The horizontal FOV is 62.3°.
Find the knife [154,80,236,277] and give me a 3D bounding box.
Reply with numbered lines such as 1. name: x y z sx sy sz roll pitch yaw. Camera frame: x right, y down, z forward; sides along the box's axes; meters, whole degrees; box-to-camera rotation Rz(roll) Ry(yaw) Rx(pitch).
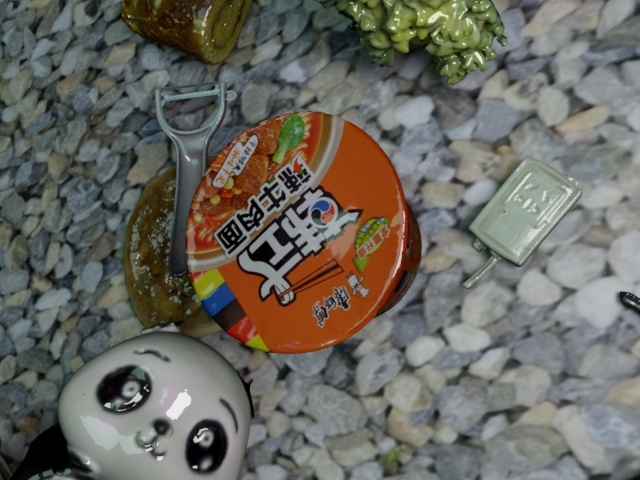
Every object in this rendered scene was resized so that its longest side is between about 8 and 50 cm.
1. knife: -0.172 -0.084 0.733 0.124 0.053 0.277 -5 77 16

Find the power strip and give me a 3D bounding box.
1. power strip: 0.219 -0.014 0.608 0.075 0.042 0.175 40 99 21

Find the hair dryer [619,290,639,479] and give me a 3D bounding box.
1. hair dryer: 0.355 0.153 0.531 0.196 0.075 0.219 -36 61 25

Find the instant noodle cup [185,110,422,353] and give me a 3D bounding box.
1. instant noodle cup: 0.000 0.000 0.617 0.251 0.192 0.250 -3 82 22

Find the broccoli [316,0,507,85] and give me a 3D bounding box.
1. broccoli: 0.126 -0.354 0.523 0.281 0.348 0.293 24 86 29

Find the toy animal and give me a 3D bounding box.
1. toy animal: -0.230 0.262 0.670 0.251 0.251 0.310 39 86 22

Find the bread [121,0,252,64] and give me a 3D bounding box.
1. bread: -0.205 -0.350 0.796 0.172 0.103 0.131 27 97 21

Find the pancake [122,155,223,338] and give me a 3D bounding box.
1. pancake: -0.185 0.011 0.775 0.283 0.049 0.282 -4 79 22

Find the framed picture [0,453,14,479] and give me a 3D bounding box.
1. framed picture: -0.442 0.428 0.781 0.347 0.016 0.264 38 127 22
